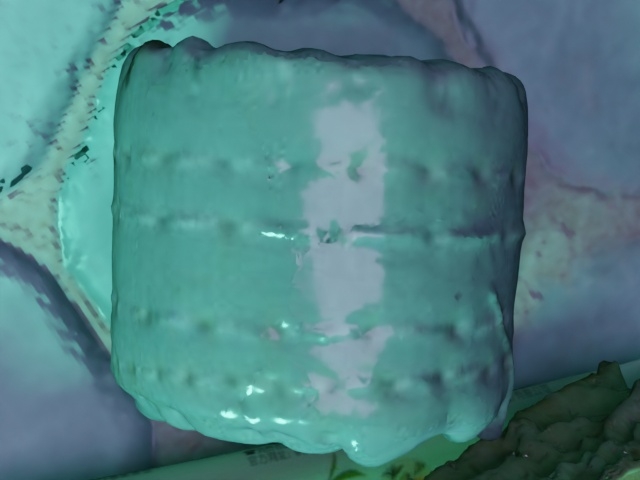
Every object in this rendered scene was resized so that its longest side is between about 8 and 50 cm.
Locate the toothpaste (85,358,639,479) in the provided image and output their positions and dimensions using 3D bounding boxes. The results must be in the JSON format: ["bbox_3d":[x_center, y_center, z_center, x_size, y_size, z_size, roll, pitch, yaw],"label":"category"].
[{"bbox_3d":[-0.010,0.099,0.496,0.314,0.058,0.056,-7,56,-14],"label":"toothpaste"}]

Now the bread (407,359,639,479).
[{"bbox_3d":[0.089,0.116,0.463,0.232,0.064,0.173,30,72,-41],"label":"bread"}]

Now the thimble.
[{"bbox_3d":[-0.002,0.000,0.434,0.127,0.151,0.118,3,95,3],"label":"thimble"}]
